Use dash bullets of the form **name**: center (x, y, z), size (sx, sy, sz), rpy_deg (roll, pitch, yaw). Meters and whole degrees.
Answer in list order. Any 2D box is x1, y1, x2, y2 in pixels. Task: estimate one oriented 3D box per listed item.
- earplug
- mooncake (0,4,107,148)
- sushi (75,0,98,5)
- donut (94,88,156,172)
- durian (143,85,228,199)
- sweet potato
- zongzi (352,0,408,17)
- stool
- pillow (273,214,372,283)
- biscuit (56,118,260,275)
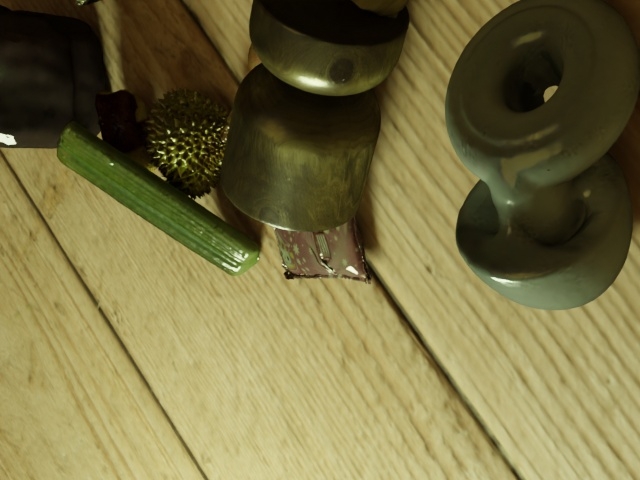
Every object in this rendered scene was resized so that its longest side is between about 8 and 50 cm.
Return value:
- **earplug**: center (0.231, -0.088, 1.487), size (0.214, 0.175, 0.326), rpy_deg (9, 103, 43)
- **mooncake**: center (-0.519, -0.248, 2.193), size (0.381, 0.350, 0.212), rpy_deg (9, 104, 38)
- **sushi**: center (-0.345, -0.405, 2.099), size (0.150, 0.078, 0.090), rpy_deg (56, 140, 15)
- **donut**: center (-0.277, -0.153, 2.106), size (0.059, 0.140, 0.141), rpy_deg (-15, 96, 9)
- **durian**: center (-0.198, -0.120, 2.037), size (0.146, 0.102, 0.208), rpy_deg (45, 140, 20)
- **sweet potato**: center (-0.082, -0.206, 1.894), size (0.050, 0.050, 0.214), rpy_deg (50, 140, 24)
- **zongzi**: center (0.088, -0.354, 1.617), size (0.160, 0.078, 0.176), rpy_deg (-34, 54, 33)
- **stool**: center (-0.011, -0.164, 1.721), size (0.179, 0.179, 0.264), rpy_deg (41, 134, 32)
- **pillow**: center (0.000, 0.000, 1.894), size (0.185, 0.043, 0.118), rpy_deg (7, 117, 52)
- **biscuit**: center (-0.227, -0.051, 2.032), size (0.322, 0.038, 0.099), rpy_deg (35, 150, -2)
